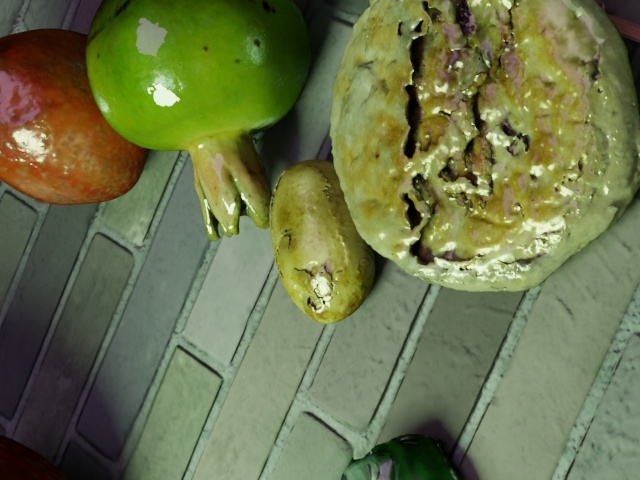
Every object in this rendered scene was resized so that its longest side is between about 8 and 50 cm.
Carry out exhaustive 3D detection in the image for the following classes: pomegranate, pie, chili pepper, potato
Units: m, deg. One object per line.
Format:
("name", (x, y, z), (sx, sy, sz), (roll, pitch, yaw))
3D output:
("pomegranate", (-0.120, -0.151, 1.400), (0.236, 0.236, 0.302), (-15, 83, 37))
("pie", (0.136, -0.112, 1.226), (0.339, 0.077, 0.339), (1, 92, 40))
("chili pepper", (0.104, 0.266, 1.207), (0.108, 0.062, 0.216), (-53, 54, 18))
("potato", (0.000, 0.000, 1.343), (0.107, 0.080, 0.170), (-14, 70, 24))

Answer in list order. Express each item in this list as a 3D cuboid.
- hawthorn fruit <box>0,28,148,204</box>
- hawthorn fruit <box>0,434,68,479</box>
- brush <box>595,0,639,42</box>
("hawthorn fruit", (-0.317, -0.148, 1.522), (0.210, 0.262, 0.210), (-13, 69, 37))
("hawthorn fruit", (-0.444, 0.393, 1.448), (0.403, 0.403, 0.403), (-10, 74, 38))
("brush", (0.234, -0.235, 1.221), (0.233, 0.047, 0.103), (30, 101, 38))
